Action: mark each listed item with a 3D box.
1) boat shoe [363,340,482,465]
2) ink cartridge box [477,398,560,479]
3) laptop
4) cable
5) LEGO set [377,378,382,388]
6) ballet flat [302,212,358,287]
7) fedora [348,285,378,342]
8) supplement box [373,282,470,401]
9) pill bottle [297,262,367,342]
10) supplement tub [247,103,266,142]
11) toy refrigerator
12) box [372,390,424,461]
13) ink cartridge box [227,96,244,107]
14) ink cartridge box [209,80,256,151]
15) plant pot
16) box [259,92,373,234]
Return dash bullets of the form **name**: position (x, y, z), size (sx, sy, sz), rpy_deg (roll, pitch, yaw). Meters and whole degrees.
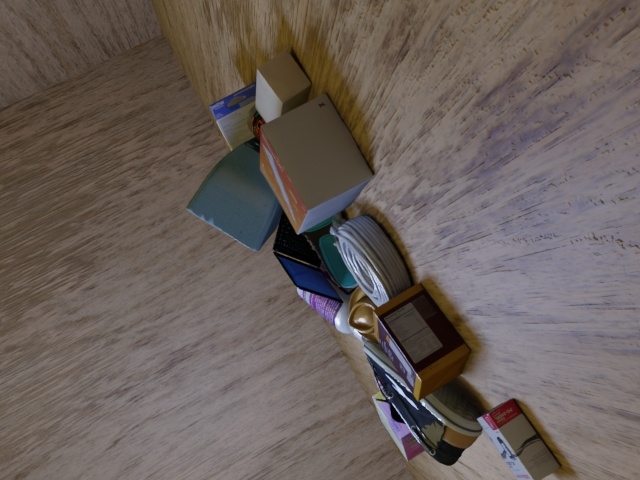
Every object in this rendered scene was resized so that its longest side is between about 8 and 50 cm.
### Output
- **boat shoe**: position (0.245, 0.420, 1.535), size (0.186, 0.156, 0.500), rpy_deg (16, -169, -27)
- **ink cartridge box**: position (0.394, 0.405, 1.124), size (0.150, 0.063, 0.109), rpy_deg (58, 170, 22)
- **laptop**: position (-0.017, 0.030, 1.686), size (0.136, 0.265, 0.234), rpy_deg (7, 169, 38)
- **cable**: position (0.135, 0.060, 1.419), size (0.257, 0.089, 0.257), rpy_deg (61, 170, -8)
- **LEGO set**: position (0.193, 0.329, 1.827), size (0.107, 0.132, 0.287), rpy_deg (94, 153, -58)
- **ballet flat**: position (0.015, -0.045, 1.656), size (0.409, 0.147, 0.147), rpy_deg (65, 170, -19)
- **fedora**: position (0.140, 0.214, 1.608), size (0.194, 0.079, 0.194), rpy_deg (11, 106, 41)
- **supplement box**: position (0.230, 0.241, 1.313), size (0.194, 0.129, 0.191), rpy_deg (56, 170, 28)
- **pill bottle**: position (0.075, 0.194, 1.816), size (0.301, 0.169, 0.169), rpy_deg (38, 159, 36)
- **supplement tub**: position (-0.129, -0.318, 1.620), size (0.190, 0.117, 0.117), rpy_deg (52, 167, 43)
- **toy refrigerator**: position (-0.095, -0.361, 1.397), size (0.102, 0.094, 0.269), rpy_deg (54, 171, 1)
- **box**: position (0.333, 0.742, 2.291), size (0.213, 0.117, 0.243), rpy_deg (53, 168, 43)
- **ink cartridge box**: position (-0.220, -0.363, 1.936), size (0.306, 0.131, 0.226), rpy_deg (62, 172, -14)
- **ink cartridge box**: position (-0.201, -0.326, 1.778), size (0.311, 0.185, 0.065), rpy_deg (62, -159, -16)
- **plant pot**: position (-0.207, -0.164, 1.690), size (0.247, 0.252, 0.247), rpy_deg (32, -160, -1)
- **box**: position (-0.025, -0.166, 1.351), size (0.215, 0.168, 0.345), rpy_deg (60, 170, 4)
